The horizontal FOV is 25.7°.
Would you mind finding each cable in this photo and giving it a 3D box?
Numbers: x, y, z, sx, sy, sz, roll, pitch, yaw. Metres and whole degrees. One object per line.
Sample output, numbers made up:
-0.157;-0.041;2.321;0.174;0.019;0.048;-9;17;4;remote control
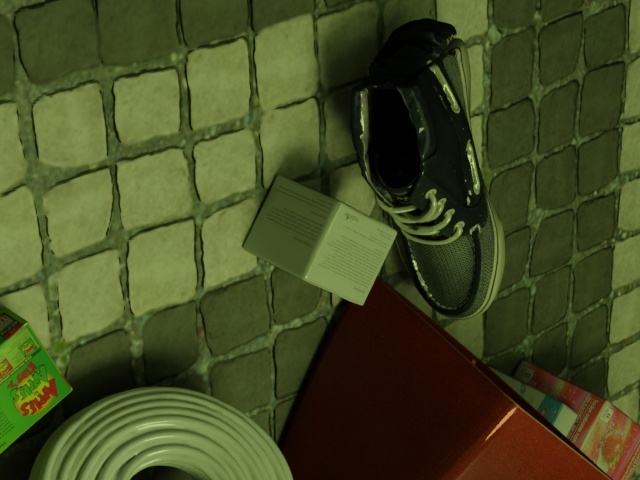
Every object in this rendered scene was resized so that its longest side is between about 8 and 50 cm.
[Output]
-0.147;0.256;1.304;0.257;0.257;0.089;-59;-177;-32;cable

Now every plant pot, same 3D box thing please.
0.114;0.237;1.535;0.236;0.267;0.267;-48;135;2;plant pot

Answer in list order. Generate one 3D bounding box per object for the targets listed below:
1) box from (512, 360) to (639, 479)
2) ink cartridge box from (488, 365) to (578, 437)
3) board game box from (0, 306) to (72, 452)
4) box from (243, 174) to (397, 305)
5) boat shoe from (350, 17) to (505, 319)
0.272;0.329;1.785;0.154;0.142;0.300;36;81;-46;box
0.240;0.222;1.724;0.052;0.122;0.088;35;83;-49;ink cartridge box
-0.315;0.154;1.228;0.181;0.043;0.092;-42;132;-22;board game box
0.000;0.000;1.417;0.102;0.101;0.087;27;88;-46;box
0.102;-0.043;1.450;0.158;0.127;0.341;-49;131;-54;boat shoe
